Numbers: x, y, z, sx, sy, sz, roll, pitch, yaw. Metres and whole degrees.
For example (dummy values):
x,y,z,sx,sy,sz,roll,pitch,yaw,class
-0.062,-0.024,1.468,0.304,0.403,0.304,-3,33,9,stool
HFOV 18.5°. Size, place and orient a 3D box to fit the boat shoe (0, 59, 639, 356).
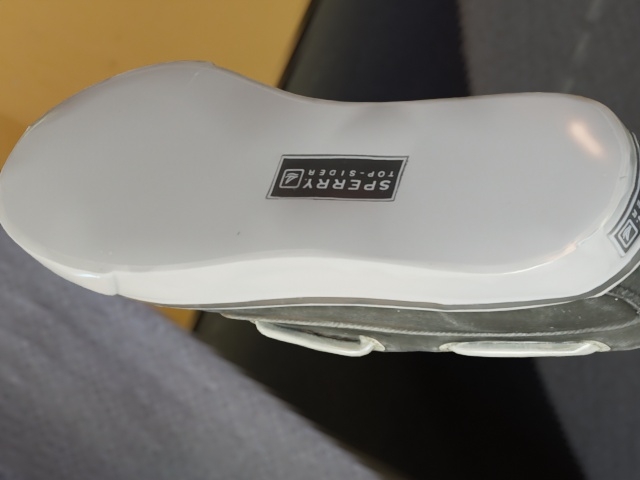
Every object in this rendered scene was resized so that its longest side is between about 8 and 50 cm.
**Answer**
x,y,z,sx,sy,sz,roll,pitch,yaw,class
0.000,0.000,0.571,0.070,0.219,0.078,53,-126,-45,boat shoe
